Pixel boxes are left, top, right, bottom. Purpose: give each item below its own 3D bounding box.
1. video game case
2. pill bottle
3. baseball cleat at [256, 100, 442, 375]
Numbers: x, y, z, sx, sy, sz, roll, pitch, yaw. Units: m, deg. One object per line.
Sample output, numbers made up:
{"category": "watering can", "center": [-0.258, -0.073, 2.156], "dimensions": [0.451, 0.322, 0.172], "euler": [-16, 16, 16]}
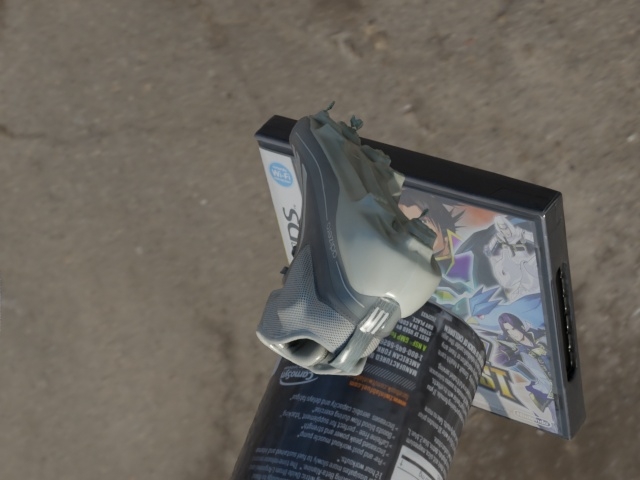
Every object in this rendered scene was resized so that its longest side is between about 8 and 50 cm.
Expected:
{"category": "video game case", "center": [0.083, 0.031, 1.319], "dimensions": [0.275, 0.035, 0.248], "euler": [18, 138, 33]}
{"category": "pill bottle", "center": [0.009, 0.157, 1.004], "dimensions": [0.130, 0.245, 0.130], "euler": [19, 156, 8]}
{"category": "baseball cleat", "center": [0.000, 0.000, 0.824], "dimensions": [0.072, 0.206, 0.109], "euler": [35, 102, -18]}
